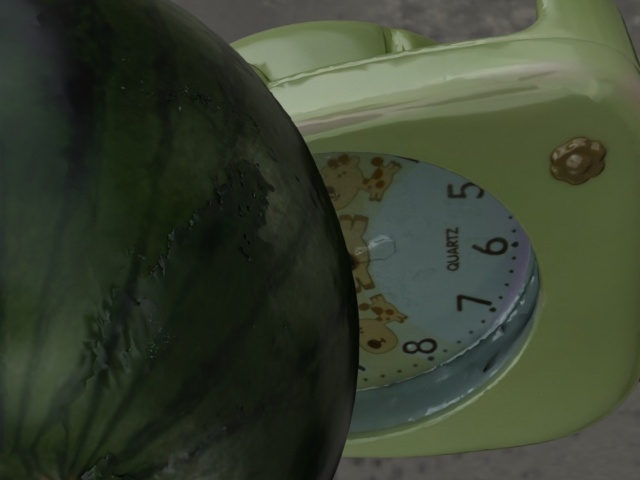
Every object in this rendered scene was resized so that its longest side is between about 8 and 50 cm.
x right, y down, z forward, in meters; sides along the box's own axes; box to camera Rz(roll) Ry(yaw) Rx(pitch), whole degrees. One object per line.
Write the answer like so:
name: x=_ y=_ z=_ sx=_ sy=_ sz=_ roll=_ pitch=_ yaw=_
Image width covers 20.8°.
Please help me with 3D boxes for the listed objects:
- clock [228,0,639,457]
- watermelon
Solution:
clock: x=0.000 y=0.000 z=0.818 sx=0.308 sy=0.235 sz=0.096 roll=-5 pitch=44 yaw=0
watermelon: x=-0.108 y=0.025 z=0.517 sx=0.242 sy=0.242 sz=0.242 roll=-7 pitch=79 yaw=39
